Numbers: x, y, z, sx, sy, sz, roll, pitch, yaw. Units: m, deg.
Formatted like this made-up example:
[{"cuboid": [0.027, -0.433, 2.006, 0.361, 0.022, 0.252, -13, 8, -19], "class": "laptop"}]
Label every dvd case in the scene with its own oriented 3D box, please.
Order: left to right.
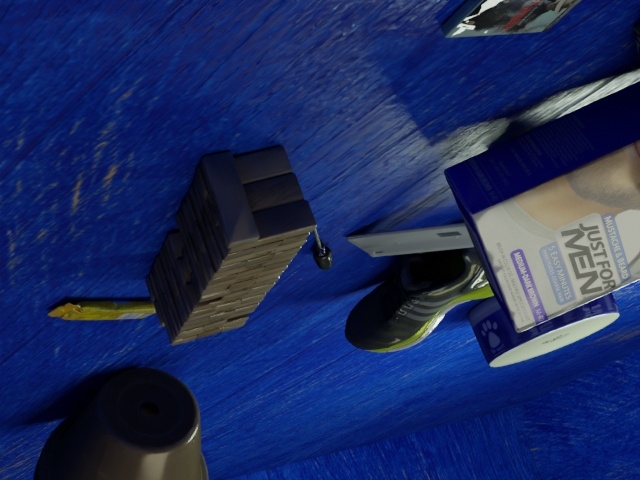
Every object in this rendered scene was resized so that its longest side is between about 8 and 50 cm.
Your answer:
[{"cuboid": [0.171, -0.200, 1.064, 0.119, 0.013, 0.087, -10, 162, -35], "class": "dvd case"}]

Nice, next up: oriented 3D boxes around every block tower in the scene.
[{"cuboid": [-0.099, 0.014, 1.305, 0.097, 0.091, 0.335, -15, 164, -21], "class": "block tower"}]

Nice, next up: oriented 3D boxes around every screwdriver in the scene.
[{"cuboid": [0.000, 0.000, 1.526, 0.025, 0.024, 0.170, -47, 163, -15], "class": "screwdriver"}]

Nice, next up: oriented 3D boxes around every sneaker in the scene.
[{"cuboid": [0.136, 0.063, 1.783, 0.300, 0.111, 0.121, -37, 148, 31], "class": "sneaker"}]

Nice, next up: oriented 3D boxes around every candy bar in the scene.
[{"cuboid": [-0.248, 0.081, 1.477, 0.040, 0.018, 0.161, -26, 164, 31], "class": "candy bar"}]

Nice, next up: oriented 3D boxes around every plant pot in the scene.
[{"cuboid": [-0.278, 0.309, 1.865, 0.263, 0.263, 0.229, -11, 144, -30], "class": "plant pot"}]

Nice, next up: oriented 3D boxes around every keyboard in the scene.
[{"cuboid": [0.161, -0.007, 1.546, 0.256, 0.014, 0.072, -7, 156, 25], "class": "keyboard"}]

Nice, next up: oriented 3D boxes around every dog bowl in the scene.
[{"cuboid": [0.415, 0.140, 2.352, 0.265, 0.104, 0.265, -19, 164, -6], "class": "dog bowl"}]

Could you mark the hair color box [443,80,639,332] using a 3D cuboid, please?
[{"cuboid": [0.330, -0.055, 1.395, 0.339, 0.110, 0.185, -25, 125, 2], "class": "hair color box"}]

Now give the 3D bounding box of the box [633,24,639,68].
[{"cuboid": [0.367, -0.104, 1.259, 0.058, 0.087, 0.232, -19, 123, -1], "class": "box"}]
